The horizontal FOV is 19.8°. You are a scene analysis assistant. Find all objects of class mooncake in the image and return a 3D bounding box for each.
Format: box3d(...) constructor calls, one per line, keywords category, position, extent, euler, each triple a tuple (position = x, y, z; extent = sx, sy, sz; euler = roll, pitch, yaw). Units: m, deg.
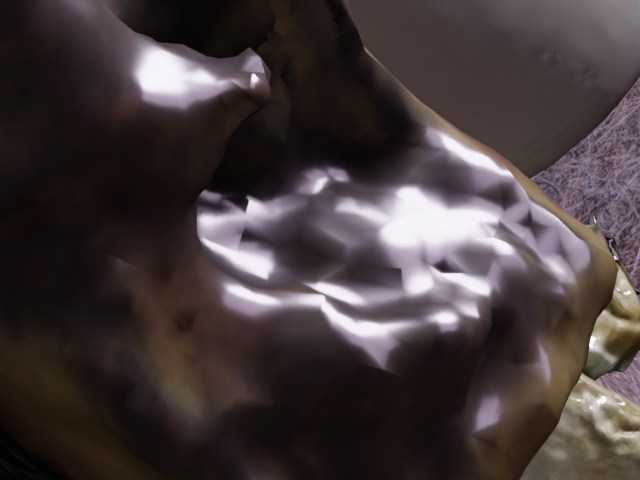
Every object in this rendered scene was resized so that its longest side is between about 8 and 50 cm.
box3d(category="mooncake", position=(-0.070, -0.032, 0.731), extent=(0.394, 0.246, 0.393), euler=(37, -14, 10))

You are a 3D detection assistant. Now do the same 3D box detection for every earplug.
box3d(category="earplug", position=(0.009, -0.235, 1.203), extent=(0.394, 0.312, 0.312), euler=(26, 16, -40))

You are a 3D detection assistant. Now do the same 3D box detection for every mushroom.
box3d(category="mushroom", position=(0.117, 0.089, 1.236), extent=(0.164, 0.189, 0.267), euler=(14, 46, -47))
